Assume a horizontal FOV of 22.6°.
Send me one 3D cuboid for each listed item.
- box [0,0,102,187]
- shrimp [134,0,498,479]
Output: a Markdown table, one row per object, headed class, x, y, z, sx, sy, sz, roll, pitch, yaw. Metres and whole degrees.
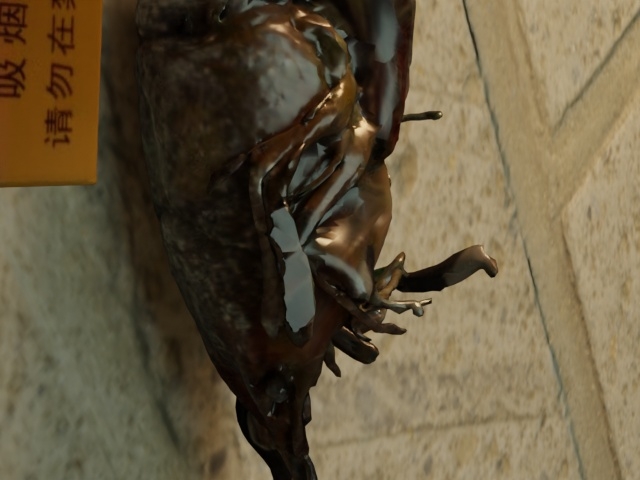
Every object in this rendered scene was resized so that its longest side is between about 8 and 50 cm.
| class | x | y | z | sx | sy | sz | roll | pitch | yaw |
| --- | --- | --- | --- | --- | --- | --- | --- | --- | --- |
| box | -0.182 | -0.101 | 0.490 | 0.274 | 0.076 | 0.174 | -4 | 98 | -56 |
| shrimp | -0.008 | 0.000 | 0.734 | 0.145 | 0.116 | 0.343 | -16 | 109 | -39 |
